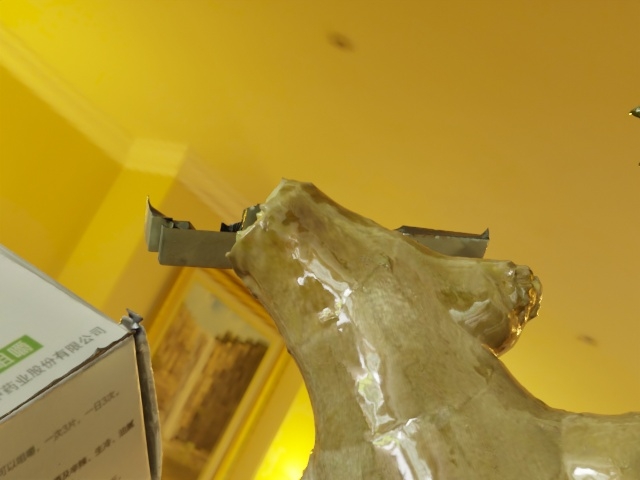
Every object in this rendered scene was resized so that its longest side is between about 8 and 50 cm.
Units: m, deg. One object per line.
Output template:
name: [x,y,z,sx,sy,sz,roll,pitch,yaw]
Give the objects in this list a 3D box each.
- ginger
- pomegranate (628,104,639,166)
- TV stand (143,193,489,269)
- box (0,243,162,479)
ginger: [0.087,0.124,0.594,0.236,0.376,0.166,-18,-5,27]
pomegranate: [0.370,-0.112,0.962,0.220,0.156,0.156,23,-17,35]
TV stand: [0.000,0.000,0.836,0.249,0.042,0.036,4,-54,-12]
box: [-0.247,0.133,0.565,0.173,0.333,0.145,26,-48,30]
